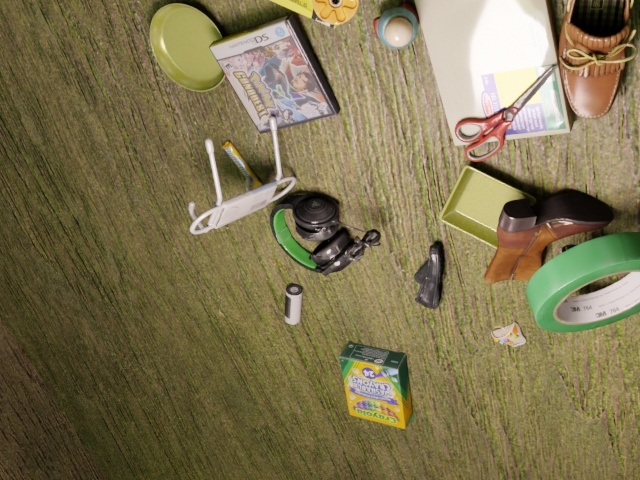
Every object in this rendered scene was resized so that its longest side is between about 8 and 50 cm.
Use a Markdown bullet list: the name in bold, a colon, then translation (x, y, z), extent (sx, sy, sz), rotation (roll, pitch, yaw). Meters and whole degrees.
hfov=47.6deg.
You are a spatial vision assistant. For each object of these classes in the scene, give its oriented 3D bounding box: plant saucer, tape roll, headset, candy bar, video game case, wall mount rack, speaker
- **plant saucer**: translation (-0.339, -0.511, 1.912), extent (0.241, 0.037, 0.241), rotation (17, 132, 20)
- **tape roll**: translation (0.638, 0.102, 1.661), extent (0.321, 0.077, 0.321), rotation (-8, 146, -6)
- **headset**: translation (0.000, 0.000, 2.014), extent (0.394, 0.185, 0.243), rotation (0, 126, 45)
- **plant saucer**: translation (0.414, -0.086, 1.795), extent (0.188, 0.045, 0.188), rotation (28, 134, 9)
- **candy bar**: translation (-0.228, -0.217, 2.094), extent (0.040, 0.018, 0.161), rotation (-21, 113, 40)
- **video game case**: translation (-0.115, -0.409, 1.830), extent (0.248, 0.035, 0.275), rotation (-8, 128, 32)
- **wall mount rack**: translation (-0.217, -0.163, 1.931), extent (0.130, 0.350, 0.304), rotation (53, 144, 14)
- **speaker**: translation (-0.086, 0.205, 2.322), extent (0.055, 0.055, 0.136), rotation (20, 133, 16)

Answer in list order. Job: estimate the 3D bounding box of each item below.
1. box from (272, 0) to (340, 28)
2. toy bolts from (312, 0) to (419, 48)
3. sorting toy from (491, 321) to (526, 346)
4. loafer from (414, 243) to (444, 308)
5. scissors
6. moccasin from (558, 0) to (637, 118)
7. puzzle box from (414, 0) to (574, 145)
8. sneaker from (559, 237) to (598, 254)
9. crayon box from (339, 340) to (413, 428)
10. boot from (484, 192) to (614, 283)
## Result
- **box**: translation (-0.049, -0.578, 1.669), extent (0.232, 0.058, 0.087), rotation (28, 135, 9)
- **toy bolts**: translation (0.106, -0.495, 1.533), extent (0.218, 0.158, 0.228), rotation (-32, 110, 16)
- **sorting toy**: translation (0.531, 0.273, 2.024), extent (0.075, 0.045, 0.083), rotation (33, 138, -24)
- **loafer**: translation (0.296, 0.100, 1.993), extent (0.078, 0.076, 0.223), rotation (10, 133, 14)
- **scissors**: translation (0.421, -0.271, 1.592), extent (0.297, 0.021, 0.109), rotation (-30, 104, 42)
- **moccasin**: translation (0.537, -0.405, 1.392), extent (0.139, 0.147, 0.380), rotation (9, 129, 14)
- **puzzle box**: translation (0.371, -0.405, 1.562), extent (0.272, 0.052, 0.409), rotation (-2, 124, 32)
- **sneaker**: translation (0.622, 0.027, 1.681), extent (0.075, 0.170, 0.063), rotation (-41, 58, 43)
- **crayon box**: translation (0.187, 0.491, 2.367), extent (0.203, 0.083, 0.323), rotation (8, 129, 26)
- **boot**: translation (0.546, 0.018, 1.756), extent (0.264, 0.096, 0.280), rotation (-8, 140, -3)
